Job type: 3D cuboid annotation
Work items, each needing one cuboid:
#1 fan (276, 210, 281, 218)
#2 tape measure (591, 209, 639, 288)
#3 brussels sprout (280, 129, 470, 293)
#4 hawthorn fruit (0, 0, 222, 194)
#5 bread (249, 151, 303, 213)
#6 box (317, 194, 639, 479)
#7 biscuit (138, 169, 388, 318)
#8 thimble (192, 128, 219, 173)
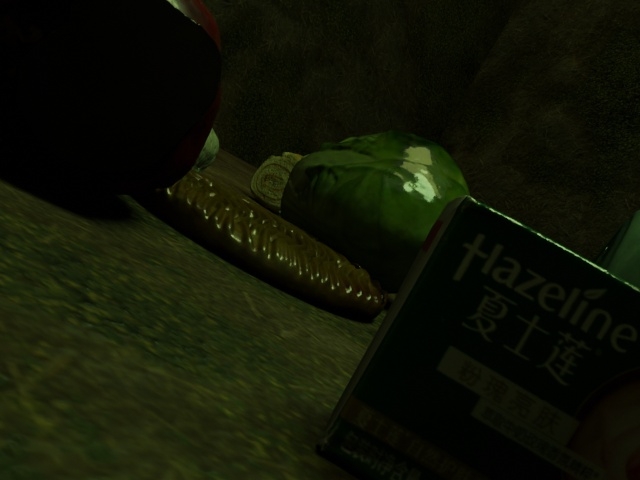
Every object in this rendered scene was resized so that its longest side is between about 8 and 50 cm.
[{"bbox_3d":[0.000,0.000,1.278,0.193,0.016,0.038,32,7,19],"label":"fan"},{"bbox_3d":[0.321,0.091,0.778,0.138,0.262,0.259,38,7,17],"label":"tape measure"},{"bbox_3d":[0.069,-0.045,1.009,0.271,0.219,0.210,17,-42,27],"label":"brussels sprout"},{"bbox_3d":[-0.161,-0.121,0.599,0.189,0.190,0.251,30,-2,4],"label":"hawthorn fruit"},{"bbox_3d":[-0.057,-0.106,1.416,0.073,0.122,0.149,30,4,-45],"label":"bread"},{"bbox_3d":[0.117,0.084,0.349,0.199,0.135,0.081,29,5,4],"label":"box"},{"bbox_3d":[-0.067,-0.009,0.807,0.317,0.040,0.318,29,4,-2],"label":"biscuit"},{"bbox_3d":[-0.195,-0.131,0.944,0.115,0.102,0.090,39,3,8],"label":"thimble"}]
